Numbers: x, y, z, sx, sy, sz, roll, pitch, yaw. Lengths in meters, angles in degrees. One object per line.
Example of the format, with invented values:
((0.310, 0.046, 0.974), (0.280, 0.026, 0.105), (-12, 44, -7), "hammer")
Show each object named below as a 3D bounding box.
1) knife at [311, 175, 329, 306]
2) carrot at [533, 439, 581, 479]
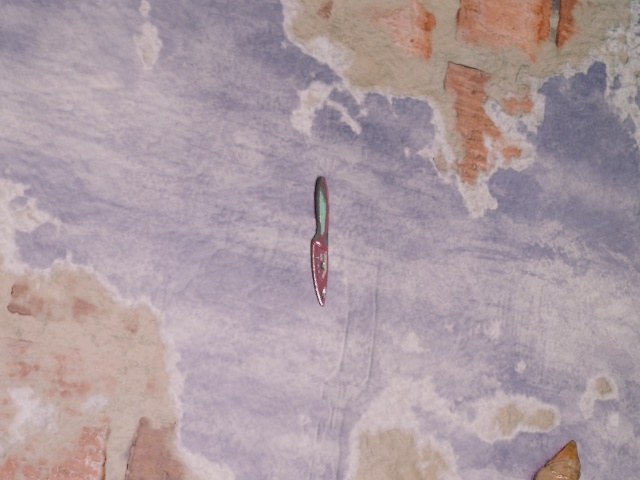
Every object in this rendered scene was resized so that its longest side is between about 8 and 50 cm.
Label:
((0.000, 0.000, 1.953), (0.035, 0.018, 0.247), (6, 78, -26), "knife")
((0.447, 0.498, 2.024), (0.102, 0.102, 0.263), (39, 61, -13), "carrot")
